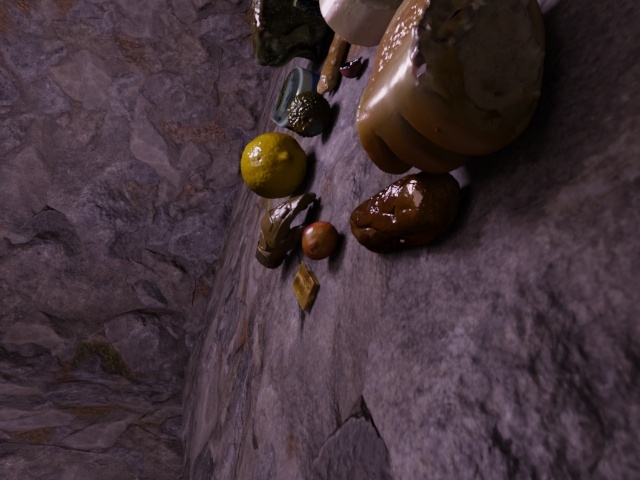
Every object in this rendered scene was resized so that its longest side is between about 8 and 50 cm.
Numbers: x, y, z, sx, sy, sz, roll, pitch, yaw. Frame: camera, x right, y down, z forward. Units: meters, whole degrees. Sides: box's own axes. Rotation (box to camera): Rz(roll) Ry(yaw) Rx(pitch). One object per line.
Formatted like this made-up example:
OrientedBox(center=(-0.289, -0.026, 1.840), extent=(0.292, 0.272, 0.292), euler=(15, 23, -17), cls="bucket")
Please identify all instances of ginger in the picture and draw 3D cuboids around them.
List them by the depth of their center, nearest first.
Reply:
OrientedBox(center=(0.062, -0.666, 1.457), extent=(0.298, 0.065, 0.118), euler=(-67, 24, 10), cls="ginger")

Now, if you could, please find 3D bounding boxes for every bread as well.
OrientedBox(center=(0.183, -0.232, 0.591), extent=(0.315, 0.212, 0.270), euler=(-69, 12, -22), cls="bread")
OrientedBox(center=(0.125, -0.045, 0.762), extent=(0.344, 0.084, 0.124), euler=(162, 122, -67), cls="bread")

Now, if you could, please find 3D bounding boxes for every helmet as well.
OrientedBox(center=(0.101, -0.526, 1.259), extent=(0.084, 0.049, 0.065), euler=(-1, 38, 43), cls="helmet")

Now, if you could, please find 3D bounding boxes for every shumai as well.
OrientedBox(center=(-0.125, -0.920, 1.720), extent=(0.395, 0.349, 0.394), euler=(176, 90, -86), cls="shumai")

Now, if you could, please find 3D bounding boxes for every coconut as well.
OrientedBox(center=(0.124, -0.613, 1.014), extent=(0.244, 0.239, 0.238), euler=(-26, 51, 62), cls="coconut")

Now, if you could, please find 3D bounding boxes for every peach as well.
OrientedBox(center=(0.002, 0.001, 1.055), extent=(0.101, 0.101, 0.100), euler=(-164, 90, -71), cls="peach")

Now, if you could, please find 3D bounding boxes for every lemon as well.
OrientedBox(center=(-0.171, -0.275, 1.517), extent=(0.267, 0.268, 0.267), euler=(-164, 90, -71), cls="lemon")

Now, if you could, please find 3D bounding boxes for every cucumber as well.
OrientedBox(center=(0.004, -0.880, 1.559), extent=(0.078, 0.212, 0.062), euler=(-103, 33, -57), cls="cucumber")

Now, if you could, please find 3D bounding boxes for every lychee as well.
OrientedBox(center=(-0.040, -0.441, 1.417), extent=(0.171, 0.171, 0.171), euler=(-164, 90, -71), cls="lychee")

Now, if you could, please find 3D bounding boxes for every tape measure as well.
OrientedBox(center=(-0.095, -0.579, 1.705), extent=(0.262, 0.138, 0.259), euler=(-114, 43, -61), cls="tape measure")

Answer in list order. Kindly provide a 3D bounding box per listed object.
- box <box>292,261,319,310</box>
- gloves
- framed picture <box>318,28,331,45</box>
OrientedBox(center=(-0.045, 0.128, 1.175), extent=(0.156, 0.022, 0.088), euler=(-123, 51, -65), cls="box")
OrientedBox(center=(-0.125, -0.041, 1.351), extent=(0.154, 0.141, 0.331), euler=(-93, 27, -46), cls="gloves")
OrientedBox(center=(0.062, -1.066, 1.832), extent=(0.232, 0.024, 0.314), euler=(172, 114, -69), cls="framed picture")
